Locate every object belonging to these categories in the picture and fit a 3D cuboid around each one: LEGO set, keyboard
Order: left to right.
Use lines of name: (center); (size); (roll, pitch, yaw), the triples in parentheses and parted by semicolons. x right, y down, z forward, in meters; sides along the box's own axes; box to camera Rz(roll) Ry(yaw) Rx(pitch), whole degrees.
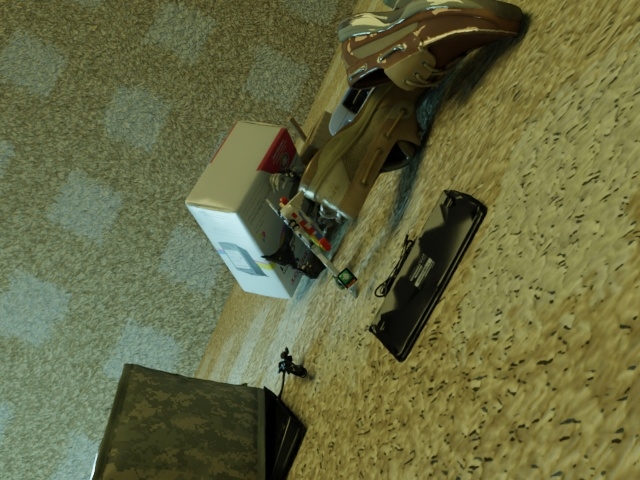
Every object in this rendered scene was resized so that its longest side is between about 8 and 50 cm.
keyboard: (-0.066, 0.277, 1.225); (0.317, 0.033, 0.201); (170, 118, -78)
LEGO set: (0.000, 0.000, 1.182); (0.060, 0.182, 0.244); (-43, 13, 0)
keyboard: (0.119, 0.034, 0.844); (0.192, 0.038, 0.100); (-62, 32, 12)

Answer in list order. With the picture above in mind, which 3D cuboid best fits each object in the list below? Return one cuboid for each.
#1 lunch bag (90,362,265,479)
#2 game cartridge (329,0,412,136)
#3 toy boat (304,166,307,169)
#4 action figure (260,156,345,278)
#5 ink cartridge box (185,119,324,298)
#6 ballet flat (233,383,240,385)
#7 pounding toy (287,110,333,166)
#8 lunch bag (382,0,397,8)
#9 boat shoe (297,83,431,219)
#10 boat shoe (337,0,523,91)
lunch bag: (-0.205, 0.312, 1.134); (0.287, 0.235, 0.169); (-91, 16, -57)
game cartridge: (0.138, -0.305, 1.287); (0.198, 0.062, 0.297); (-35, -19, -56)
toy boat: (-0.078, -0.122, 1.986); (0.231, 0.151, 0.151); (-69, 9, -25)
action figure: (-0.008, -0.072, 1.441); (0.141, 0.164, 0.275); (15, -83, -58)
ink cartridge box: (-0.116, -0.058, 1.567); (0.226, 0.131, 0.306); (-64, -33, -27)
ballet flat: (-0.211, 0.401, 1.607); (0.213, 0.072, 0.068); (-67, 13, -16)
pounding toy: (-0.001, -0.186, 1.615); (0.094, 0.181, 0.206); (-68, 9, -15)
lunch bag: (0.242, -0.611, 1.592); (0.279, 0.108, 0.224); (-56, 6, 34)
boat shoe: (0.099, -0.154, 1.196); (0.341, 0.110, 0.121); (-49, -12, -33)
boat shoe: (0.144, -0.263, 1.061); (0.324, 0.123, 0.116); (9, 99, 57)
